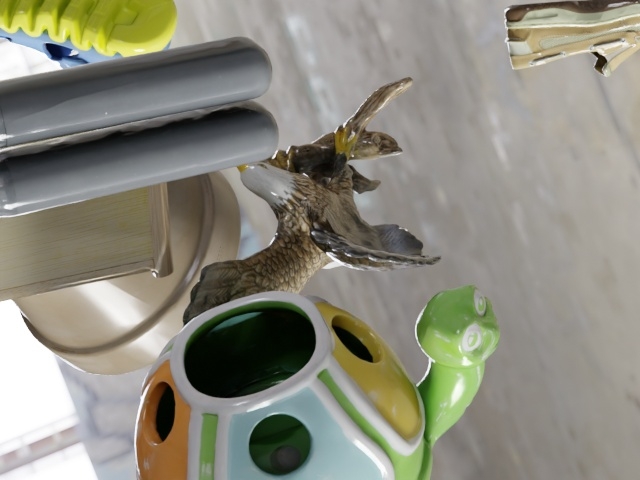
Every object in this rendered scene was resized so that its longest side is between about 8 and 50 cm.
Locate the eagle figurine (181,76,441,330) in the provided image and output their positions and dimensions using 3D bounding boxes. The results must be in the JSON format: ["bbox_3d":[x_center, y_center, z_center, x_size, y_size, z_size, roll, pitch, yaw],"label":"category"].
[{"bbox_3d":[-0.010,-0.004,1.725,0.298,0.225,0.226,-88,12,-50],"label":"eagle figurine"}]

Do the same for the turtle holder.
[{"bbox_3d":[-0.007,0.162,1.544,0.227,0.320,0.243,76,-163,-45],"label":"turtle holder"}]

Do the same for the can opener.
[{"bbox_3d":[-0.151,-0.042,0.913,0.093,0.280,0.074,-140,40,-56],"label":"can opener"}]

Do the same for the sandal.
[{"bbox_3d":[-0.310,-0.246,2.057,0.317,0.126,0.138,21,150,17],"label":"sandal"}]

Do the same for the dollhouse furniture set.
[{"bbox_3d":[-0.306,-0.115,1.531,0.394,0.257,0.362,-125,28,-54],"label":"dollhouse furniture set"}]

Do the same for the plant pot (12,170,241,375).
[{"bbox_3d":[-0.306,-0.028,2.219,0.280,0.323,0.323,40,-163,-49],"label":"plant pot"}]

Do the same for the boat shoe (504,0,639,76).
[{"bbox_3d":[0.263,-0.186,1.634,0.068,0.190,0.072,-108,14,-82],"label":"boat shoe"}]
